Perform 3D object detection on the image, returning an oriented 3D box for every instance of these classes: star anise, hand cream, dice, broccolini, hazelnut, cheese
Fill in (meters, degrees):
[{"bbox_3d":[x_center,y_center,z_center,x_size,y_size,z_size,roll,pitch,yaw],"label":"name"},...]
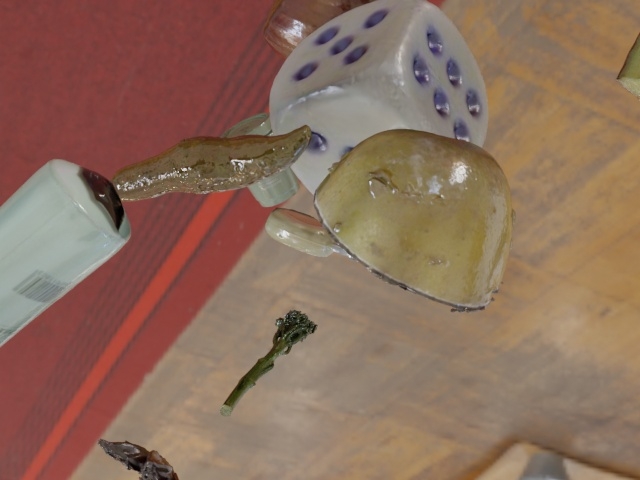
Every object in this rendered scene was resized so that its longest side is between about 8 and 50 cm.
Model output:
[{"bbox_3d":[-0.248,0.328,1.599,0.212,0.053,0.157,34,165,46],"label":"star anise"},{"bbox_3d":[-0.246,0.073,0.693,0.321,0.067,0.109,-43,162,7],"label":"hand cream"},{"bbox_3d":[0.070,-0.153,1.283,0.192,0.194,0.193,-12,125,34],"label":"dice"},{"bbox_3d":[-0.056,0.138,1.254,0.044,0.218,0.042,-33,100,28],"label":"broccolini"},{"bbox_3d":[0.030,-0.333,1.618,0.181,0.212,0.181,29,170,-16],"label":"hazelnut"},{"bbox_3d":[0.001,-0.001,1.658,0.171,0.047,0.092,19,-169,3],"label":"cheese"}]

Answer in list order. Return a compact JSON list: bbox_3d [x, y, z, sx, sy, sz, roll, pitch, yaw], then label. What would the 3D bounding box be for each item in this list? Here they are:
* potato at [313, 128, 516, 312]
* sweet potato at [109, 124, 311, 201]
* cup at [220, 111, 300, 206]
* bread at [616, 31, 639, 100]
[{"bbox_3d":[0.105,-0.036,0.991,0.202,0.182,0.117,21,113,-21],"label":"potato"},{"bbox_3d":[-0.129,-0.078,1.171,0.274,0.067,0.067,-10,143,27],"label":"sweet potato"},{"bbox_3d":[-0.096,-0.134,1.871,0.120,0.120,0.141,-14,116,35],"label":"cup"},{"bbox_3d":[0.496,-0.324,1.370,0.077,0.361,0.138,29,-178,38],"label":"bread"}]
